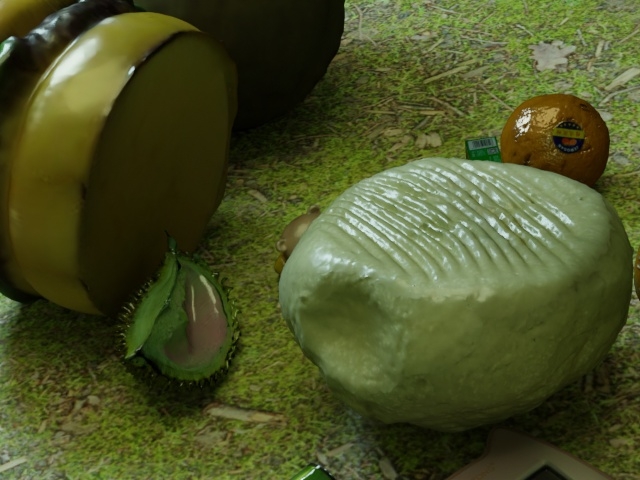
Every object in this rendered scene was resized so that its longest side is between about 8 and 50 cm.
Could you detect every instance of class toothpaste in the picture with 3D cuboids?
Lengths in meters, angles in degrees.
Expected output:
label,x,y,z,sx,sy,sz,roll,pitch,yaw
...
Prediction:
label,x,y,z,sx,sy,sz,roll,pitch,yaw
toothpaste,0.213,-0.070,1.926,0.043,0.037,0.178,-7,35,1

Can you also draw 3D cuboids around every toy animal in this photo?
label,x,y,z,sx,sy,sz,roll,pitch,yaw
toy animal,0.000,0.000,1.847,0.091,0.082,0.114,21,45,37

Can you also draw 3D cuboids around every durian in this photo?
label,x,y,z,sx,sy,sz,roll,pitch,yaw
durian,-0.167,0.101,1.743,0.095,0.137,0.221,-32,27,35

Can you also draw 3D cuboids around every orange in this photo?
label,x,y,z,sx,sy,sz,roll,pitch,yaw
orange,0.286,-0.113,1.888,0.135,0.136,0.117,-25,-3,-19

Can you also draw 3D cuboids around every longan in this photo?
label,x,y,z,sx,sy,sz,roll,pitch,yaw
longan,-0.185,-0.344,2.118,0.435,0.404,0.404,1,36,21

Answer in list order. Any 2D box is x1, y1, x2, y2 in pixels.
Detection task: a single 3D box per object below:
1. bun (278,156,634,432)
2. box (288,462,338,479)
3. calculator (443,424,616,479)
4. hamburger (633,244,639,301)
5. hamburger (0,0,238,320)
label,x,y,z,sx,sy,sz,roll,pitch,yaw
bun,0.143,0.068,1.574,0.352,0.227,0.349,-16,29,-17
box,-0.100,0.342,1.338,0.345,0.097,0.134,-34,50,-21
calculator,0.216,0.301,1.391,0.220,0.048,0.329,-29,40,-26
hamburger,0.443,0.028,1.623,0.236,0.147,0.237,-11,34,7
hamburger,-0.304,-0.102,1.821,0.277,0.396,0.396,17,43,22
